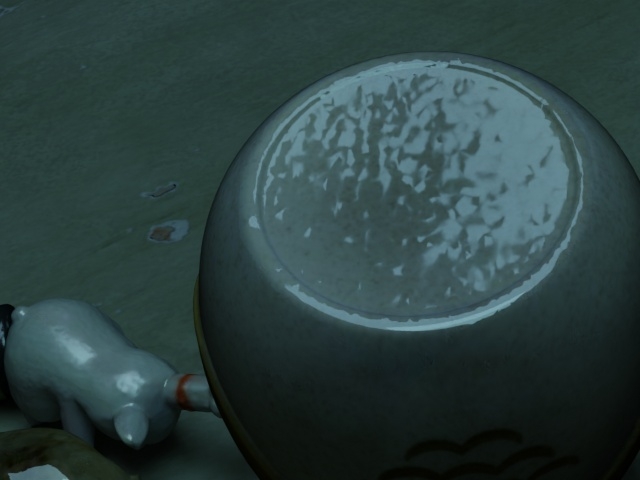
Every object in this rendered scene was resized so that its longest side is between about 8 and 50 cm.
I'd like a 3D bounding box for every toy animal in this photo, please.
[{"bbox_3d":[-0.198,0.157,1.811,0.282,0.138,0.140,28,58,33],"label":"toy animal"}]

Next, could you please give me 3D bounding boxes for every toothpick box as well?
[{"bbox_3d":[0.100,0.075,1.582,0.409,0.425,0.409,-5,52,6],"label":"toothpick box"}]

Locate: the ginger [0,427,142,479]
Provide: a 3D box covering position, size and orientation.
[{"bbox_3d":[-0.312,0.299,1.638,0.244,0.155,0.304,16,51,24],"label":"ginger"}]

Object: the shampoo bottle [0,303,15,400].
[{"bbox_3d":[-0.454,0.142,1.925,0.284,0.101,0.101,-11,35,1],"label":"shampoo bottle"}]
